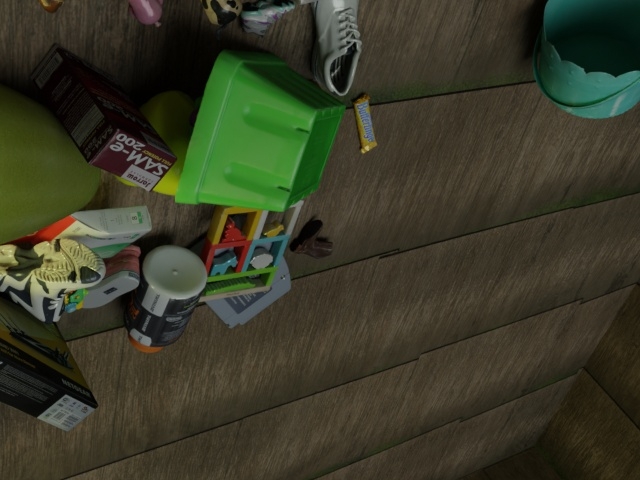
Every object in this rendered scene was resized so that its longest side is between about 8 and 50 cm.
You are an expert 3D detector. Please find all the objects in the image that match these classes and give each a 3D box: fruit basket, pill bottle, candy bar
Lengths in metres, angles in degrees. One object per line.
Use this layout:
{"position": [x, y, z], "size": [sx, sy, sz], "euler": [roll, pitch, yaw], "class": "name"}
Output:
{"position": [-0.177, -0.186, 1.539], "size": [0.392, 0.392, 0.282], "euler": [6, 109, -46], "class": "fruit basket"}
{"position": [-0.318, 0.128, 1.848], "size": [0.130, 0.130, 0.245], "euler": [-12, 150, -33], "class": "pill bottle"}
{"position": [0.092, -0.243, 1.923], "size": [0.040, 0.018, 0.161], "euler": [-31, 146, -12], "class": "candy bar"}

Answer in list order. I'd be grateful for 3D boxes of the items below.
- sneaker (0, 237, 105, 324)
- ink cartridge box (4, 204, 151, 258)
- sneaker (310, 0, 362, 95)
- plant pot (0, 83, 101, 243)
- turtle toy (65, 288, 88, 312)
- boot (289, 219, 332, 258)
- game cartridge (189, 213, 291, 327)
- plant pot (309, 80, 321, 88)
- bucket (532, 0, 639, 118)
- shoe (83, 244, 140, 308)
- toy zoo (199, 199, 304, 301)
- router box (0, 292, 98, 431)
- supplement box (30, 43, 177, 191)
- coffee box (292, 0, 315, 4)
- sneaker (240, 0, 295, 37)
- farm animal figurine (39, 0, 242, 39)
{"position": [-0.450, 0.078, 1.597], "size": [0.235, 0.094, 0.153], "euler": [-6, 143, 17], "class": "sneaker"}
{"position": [-0.433, -0.004, 1.606], "size": [0.225, 0.056, 0.181], "euler": [-10, 170, -38], "class": "ink cartridge box"}
{"position": [0.040, -0.377, 1.655], "size": [0.094, 0.091, 0.258], "euler": [-23, 141, -22], "class": "sneaker"}
{"position": [-0.472, -0.110, 1.371], "size": [0.274, 0.275, 0.293], "euler": [-52, 159, 19], "class": "plant pot"}
{"position": [-0.494, 0.093, 1.704], "size": [0.130, 0.066, 0.095], "euler": [4, 120, -3], "class": "turtle toy"}
{"position": [0.000, 0.000, 2.097], "size": [0.106, 0.037, 0.114], "euler": [-41, 145, 27], "class": "boot"}
{"position": [-0.176, 0.066, 1.999], "size": [0.198, 0.062, 0.297], "euler": [-40, 146, -6], "class": "game cartridge"}
{"position": [-0.044, -0.252, 1.736], "size": [0.083, 0.081, 0.081], "euler": [5, 127, -32], "class": "plant pot"}
{"position": [0.596, -0.409, 1.983], "size": [0.281, 0.281, 0.183], "euler": [-31, 153, -11], "class": "bucket"}
{"position": [-0.413, 0.068, 1.775], "size": [0.178, 0.081, 0.063], "euler": [-22, 141, 29], "class": "shoe"}
{"position": [-0.146, -0.002, 1.877], "size": [0.192, 0.030, 0.293], "euler": [-8, 135, -36], "class": "toy zoo"}
{"position": [-0.546, 0.183, 1.622], "size": [0.081, 0.243, 0.309], "euler": [-39, 146, 0], "class": "router box"}
{"position": [-0.330, -0.186, 1.400], "size": [0.073, 0.239, 0.130], "euler": [-48, 145, 11], "class": "supplement box"}
{"position": [0.061, -0.500, 1.483], "size": [0.297, 0.119, 0.168], "euler": [-20, 126, -26], "class": "coffee box"}
{"position": [-0.092, -0.378, 1.586], "size": [0.098, 0.038, 0.069], "euler": [-14, 141, -18], "class": "sneaker"}
{"position": [-0.243, -0.409, 1.226], "size": [0.330, 0.172, 0.326], "euler": [-1, 130, -23], "class": "farm animal figurine"}
